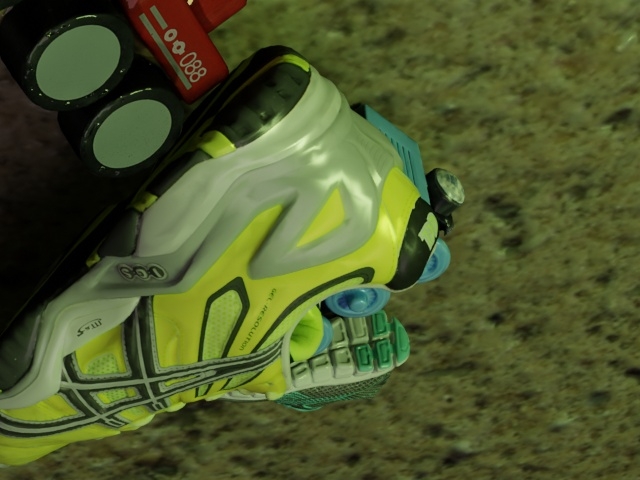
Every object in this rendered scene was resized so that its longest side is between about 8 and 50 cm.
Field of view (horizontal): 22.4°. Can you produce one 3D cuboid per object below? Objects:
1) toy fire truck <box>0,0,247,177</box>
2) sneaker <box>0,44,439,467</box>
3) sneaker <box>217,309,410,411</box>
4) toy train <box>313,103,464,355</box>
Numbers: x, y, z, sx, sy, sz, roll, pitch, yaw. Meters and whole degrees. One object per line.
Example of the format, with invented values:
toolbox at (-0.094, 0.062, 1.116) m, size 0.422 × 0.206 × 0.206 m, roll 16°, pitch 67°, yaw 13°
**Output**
toy fire truck at (-0.055, -0.165, 0.750) m, size 0.246 × 0.158 × 0.217 m, roll -37°, pitch 146°, yaw -3°
sneaker at (-0.090, 0.053, 0.935) m, size 0.147 × 0.145 × 0.385 m, roll 40°, pitch 133°, yaw -12°
sneaker at (-0.022, 0.095, 1.125) m, size 0.167 × 0.065 × 0.076 m, roll -2°, pitch 144°, yaw -12°
toy train at (0.000, 0.000, 1.005) m, size 0.184 × 0.080 × 0.105 m, roll -34°, pitch 128°, yaw 27°
